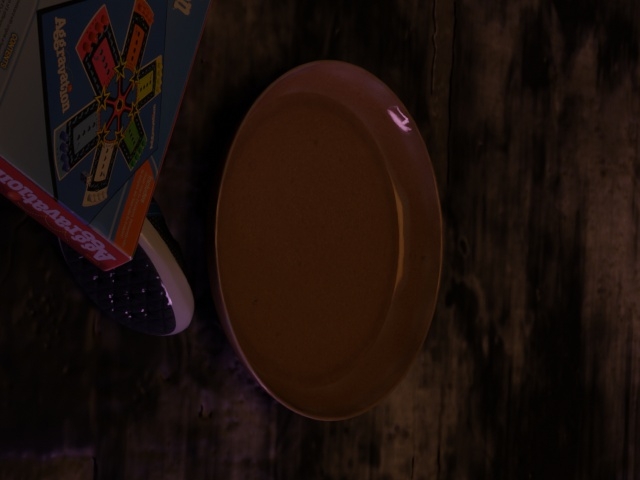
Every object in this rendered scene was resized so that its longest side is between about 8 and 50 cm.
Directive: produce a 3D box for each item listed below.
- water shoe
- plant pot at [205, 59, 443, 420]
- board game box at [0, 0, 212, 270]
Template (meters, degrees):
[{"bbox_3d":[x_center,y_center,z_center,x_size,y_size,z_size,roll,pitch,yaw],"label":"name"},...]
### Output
[{"bbox_3d":[-0.116,-0.037,1.088,0.080,0.073,0.203,-55,129,-38],"label":"water shoe"},{"bbox_3d":[0.000,0.000,1.261,0.236,0.032,0.236,1,89,-51],"label":"plant pot"},{"bbox_3d":[-0.126,-0.135,1.045,0.145,0.027,0.281,39,46,-30],"label":"board game box"}]
